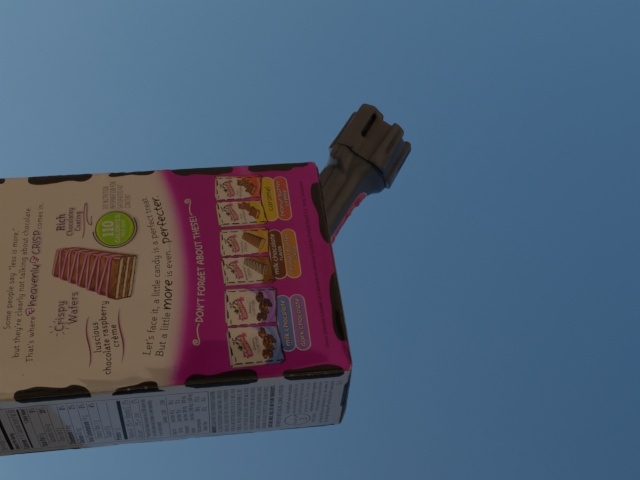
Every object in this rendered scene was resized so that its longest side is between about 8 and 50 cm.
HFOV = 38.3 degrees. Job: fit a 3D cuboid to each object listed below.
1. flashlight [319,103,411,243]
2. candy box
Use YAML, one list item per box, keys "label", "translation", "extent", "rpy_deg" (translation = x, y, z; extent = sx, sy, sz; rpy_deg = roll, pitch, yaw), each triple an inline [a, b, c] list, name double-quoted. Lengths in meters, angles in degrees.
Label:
- label: "flashlight"
  translation: [0.000, 0.000, 1.049]
  extent: [0.103, 0.103, 0.304]
  rpy_deg: [35, -104, -10]
- label: "candy box"
  translation: [-0.108, 0.037, 0.554]
  extent: [0.233, 0.071, 0.159]
  rpy_deg: [-3, -128, -8]
